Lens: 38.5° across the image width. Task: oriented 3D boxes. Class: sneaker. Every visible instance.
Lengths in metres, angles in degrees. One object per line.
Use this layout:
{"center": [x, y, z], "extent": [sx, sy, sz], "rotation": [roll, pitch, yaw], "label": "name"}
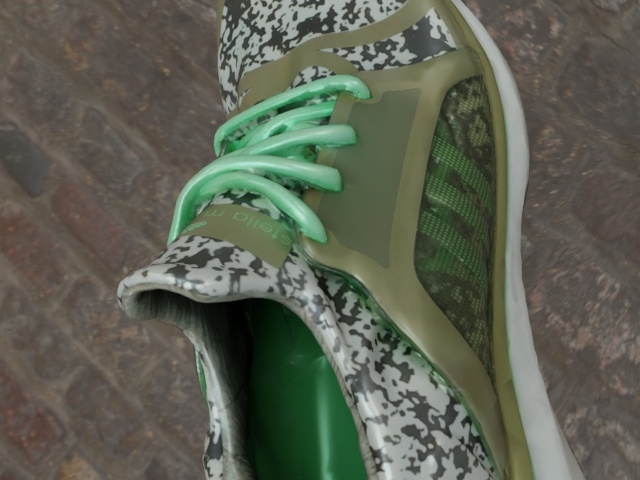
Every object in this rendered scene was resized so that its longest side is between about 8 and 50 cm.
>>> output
{"center": [0.000, 0.000, 0.385], "extent": [0.158, 0.182, 0.410], "rotation": [-26, 63, 27], "label": "sneaker"}
